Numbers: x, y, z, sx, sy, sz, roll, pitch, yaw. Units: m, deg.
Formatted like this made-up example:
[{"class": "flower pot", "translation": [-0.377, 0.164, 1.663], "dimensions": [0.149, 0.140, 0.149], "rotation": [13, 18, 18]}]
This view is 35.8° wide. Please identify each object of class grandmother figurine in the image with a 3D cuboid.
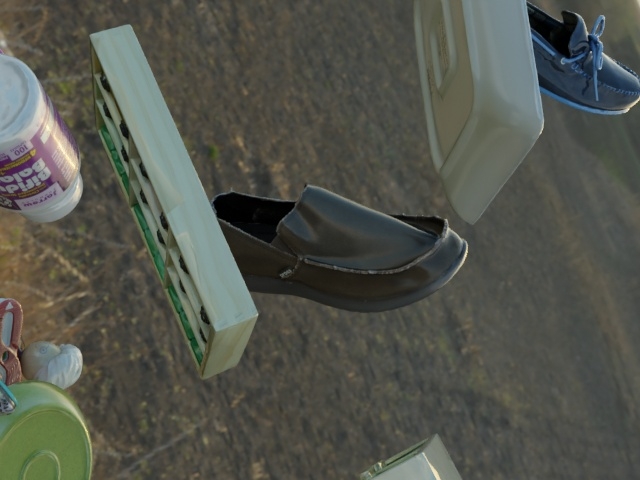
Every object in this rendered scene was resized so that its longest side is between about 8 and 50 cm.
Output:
[{"class": "grandmother figurine", "translation": [-0.549, 0.177, 1.562], "dimensions": [0.208, 0.342, 0.104], "rotation": [-86, -170, -47]}]

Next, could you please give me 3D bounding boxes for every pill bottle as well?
[{"class": "pill bottle", "translation": [-0.475, -0.144, 1.553], "dimensions": [0.301, 0.169, 0.169], "rotation": [78, -2, -66]}]

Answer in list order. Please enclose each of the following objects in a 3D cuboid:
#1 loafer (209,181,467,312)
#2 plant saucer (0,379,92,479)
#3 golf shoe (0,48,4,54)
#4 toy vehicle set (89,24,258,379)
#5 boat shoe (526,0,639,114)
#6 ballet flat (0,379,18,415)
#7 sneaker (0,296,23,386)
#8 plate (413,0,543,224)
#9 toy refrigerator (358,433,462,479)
[{"class": "loafer", "translation": [0.000, 0.000, 1.247], "dimensions": [0.134, 0.366, 0.130], "rotation": [-61, 144, -47]}, {"class": "plant saucer", "translation": [-0.370, 0.301, 1.270], "dimensions": [0.241, 0.037, 0.241], "rotation": [-9, 100, -60]}, {"class": "golf shoe", "translation": [-0.676, -0.230, 1.729], "dimensions": [0.115, 0.306, 0.140], "rotation": [47, -16, -17]}, {"class": "toy vehicle set", "translation": [-0.129, -0.026, 0.834], "dimensions": [0.267, 0.035, 0.166], "rotation": [65, -18, 16]}, {"class": "boat shoe", "translation": [0.280, -0.222, 1.158], "dimensions": [0.258, 0.089, 0.109], "rotation": [15, 42, -23]}, {"class": "ballet flat", "translation": [-0.239, 0.099, 0.673], "dimensions": [0.114, 0.041, 0.041], "rotation": [22, -25, 54]}, {"class": "sneaker", "translation": [-0.507, 0.169, 1.441], "dimensions": [0.087, 0.128, 0.221], "rotation": [-5, 113, -63]}, {"class": "plate", "translation": [0.130, -0.179, 0.910], "dimensions": [0.278, 0.045, 0.277], "rotation": [102, -18, -74]}, {"class": "toy refrigerator", "translation": [0.108, 0.300, 1.199], "dimensions": [0.094, 0.102, 0.269], "rotation": [62, 6, 10]}]
